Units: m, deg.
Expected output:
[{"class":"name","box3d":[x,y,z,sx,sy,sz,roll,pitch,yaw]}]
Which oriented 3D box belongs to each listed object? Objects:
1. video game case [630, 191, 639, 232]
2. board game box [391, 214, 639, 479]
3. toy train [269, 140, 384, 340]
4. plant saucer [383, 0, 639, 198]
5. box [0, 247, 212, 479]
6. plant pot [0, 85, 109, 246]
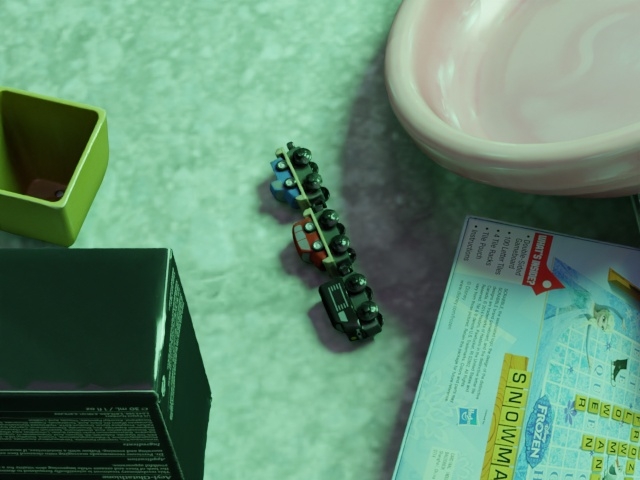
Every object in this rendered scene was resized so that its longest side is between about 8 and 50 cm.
[{"class":"video game case","box3d":[0.299,-0.033,1.182,0.204,0.025,0.285,-3,41,-1]},{"class":"board game box","box3d":[0.203,0.158,1.101,0.318,0.066,0.318,12,60,12]},{"class":"toy train","box3d":[0.000,0.000,1.241,0.036,0.027,0.158,-24,59,2]},{"class":"plant saucer","box3d":[0.205,-0.144,1.219,0.332,0.084,0.332,-21,39,18]},{"class":"box","box3d":[-0.207,0.090,1.109,0.261,0.184,0.103,0,56,5]},{"class":"plant pot","box3d":[-0.186,-0.040,1.246,0.081,0.083,0.081,13,60,13]}]
